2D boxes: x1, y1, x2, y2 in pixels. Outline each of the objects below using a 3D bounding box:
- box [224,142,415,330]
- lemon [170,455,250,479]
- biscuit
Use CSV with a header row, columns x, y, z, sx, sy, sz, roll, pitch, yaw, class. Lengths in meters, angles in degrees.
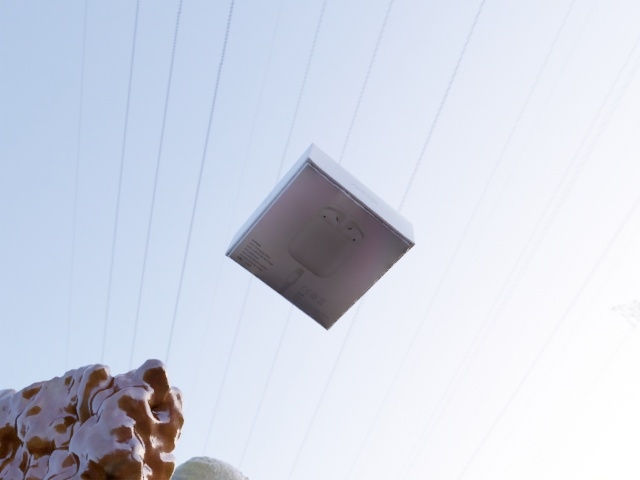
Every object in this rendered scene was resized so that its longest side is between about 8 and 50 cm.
x,y,z,sx,sy,sz,roll,pitch,yaw,class
0.000,0.000,0.608,0.130,0.051,0.129,38,-68,-13,box
-0.230,0.538,1.265,0.192,0.231,0.192,22,-90,-79,lemon
-0.295,0.292,0.664,0.312,0.318,0.110,-20,-45,26,biscuit
